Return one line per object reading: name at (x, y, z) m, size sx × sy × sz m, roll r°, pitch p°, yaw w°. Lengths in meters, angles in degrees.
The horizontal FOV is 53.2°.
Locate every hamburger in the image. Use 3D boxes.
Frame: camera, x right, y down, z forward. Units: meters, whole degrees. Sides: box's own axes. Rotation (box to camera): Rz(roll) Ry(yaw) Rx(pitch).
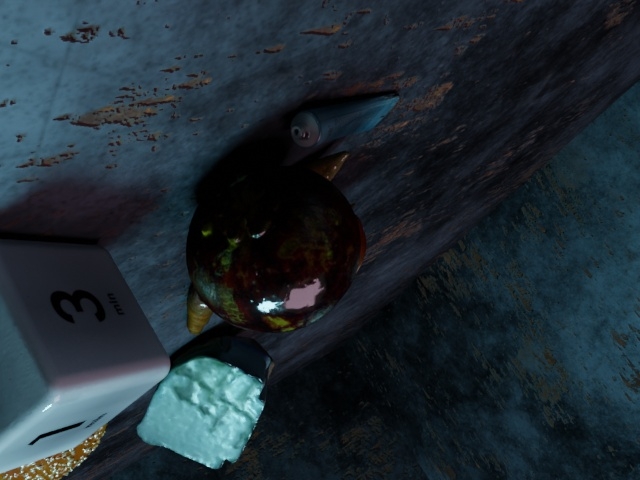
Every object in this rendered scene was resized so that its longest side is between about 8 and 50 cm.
hamburger at (-0.485, 0.342, 1.142) m, size 0.236 × 0.147 × 0.237 m, roll -35°, pitch 164°, yaw -11°

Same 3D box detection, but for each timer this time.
timer at (-0.324, 0.127, 0.714) m, size 0.194 × 0.192 × 0.195 m, roll -38°, pitch 165°, yaw 15°

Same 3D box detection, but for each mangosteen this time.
mangosteen at (-0.060, 0.026, 0.879) m, size 0.231 × 0.231 × 0.289 m, roll -31°, pitch 157°, yaw -11°

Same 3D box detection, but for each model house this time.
model house at (-0.252, 0.354, 1.624) m, size 0.295 × 0.251 × 0.329 m, roll -64°, pitch 180°, yaw 17°

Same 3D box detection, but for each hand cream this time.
hand cream at (0.033, -0.165, 0.879) m, size 0.083 × 0.048 × 0.224 m, roll -45°, pitch 168°, yaw 36°

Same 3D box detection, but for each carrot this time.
carrot at (-0.230, 0.135, 1.219) m, size 0.059 × 0.059 × 0.248 m, roll -28°, pitch 167°, yaw -24°

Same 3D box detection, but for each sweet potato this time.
sweet potato at (-0.046, -0.069, 0.974) m, size 0.218 × 0.051 × 0.065 m, roll -34°, pitch 163°, yaw 1°

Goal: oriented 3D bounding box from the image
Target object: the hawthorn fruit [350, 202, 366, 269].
hawthorn fruit at (0.000, 0.000, 1.071) m, size 0.200 × 0.179 × 0.179 m, roll -42°, pitch 169°, yaw -21°
